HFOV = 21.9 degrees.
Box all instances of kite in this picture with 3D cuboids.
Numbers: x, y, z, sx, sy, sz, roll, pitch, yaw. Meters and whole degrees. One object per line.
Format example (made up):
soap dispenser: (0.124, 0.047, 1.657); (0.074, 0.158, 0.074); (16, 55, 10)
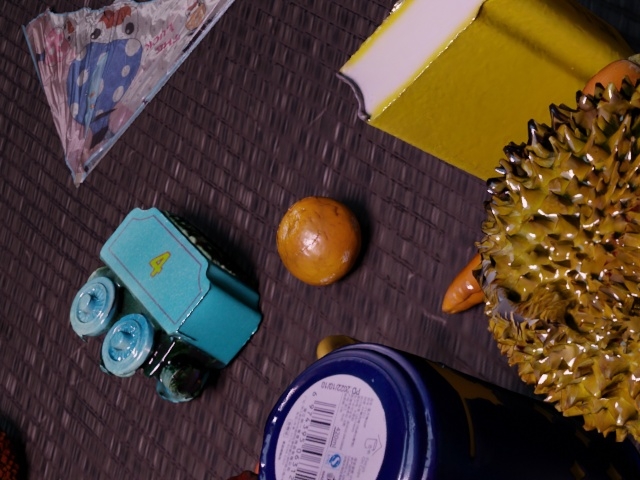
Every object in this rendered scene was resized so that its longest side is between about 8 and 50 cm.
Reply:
kite: (-0.237, -0.235, 1.881); (0.406, 0.014, 0.368); (0, 72, 45)

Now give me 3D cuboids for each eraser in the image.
eraser: (0.138, -0.134, 1.304); (0.158, 0.226, 0.069); (-46, 53, 19)

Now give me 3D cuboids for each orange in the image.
orange: (0.000, 0.000, 1.491); (0.083, 0.070, 0.083); (-42, 34, 37)

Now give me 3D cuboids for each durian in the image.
durian: (0.239, 0.005, 1.136); (0.258, 0.258, 0.293); (-13, 47, 41)

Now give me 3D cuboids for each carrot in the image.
carrot: (0.189, -0.031, 1.325); (0.271, 0.066, 0.062); (-60, 13, 20)

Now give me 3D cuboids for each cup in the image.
cup: (0.066, 0.173, 1.207); (0.255, 0.256, 0.178); (12, 81, 48)

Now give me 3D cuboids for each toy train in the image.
toy train: (-0.149, 0.063, 1.590); (0.154, 0.107, 0.198); (-52, 43, 4)

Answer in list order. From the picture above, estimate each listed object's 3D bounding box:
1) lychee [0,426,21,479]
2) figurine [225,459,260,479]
lychee: (-0.372, 0.241, 1.717); (0.123, 0.123, 0.129); (-32, 56, 31)
figurine: (-0.025, 0.242, 1.287); (0.160, 0.226, 0.183); (-31, 52, 33)
